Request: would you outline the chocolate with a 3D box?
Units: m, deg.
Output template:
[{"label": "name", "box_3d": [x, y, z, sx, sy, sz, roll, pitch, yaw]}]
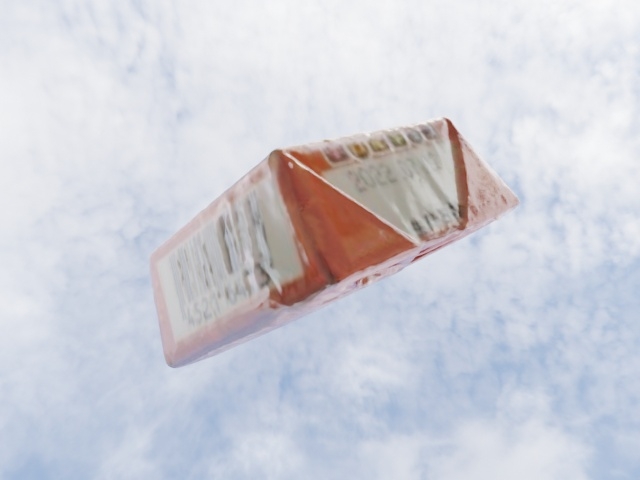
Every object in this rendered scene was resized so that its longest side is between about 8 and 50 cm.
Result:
[{"label": "chocolate", "box_3d": [0.000, 0.000, 0.522, 0.235, 0.237, 0.108, -19, -100, -42]}]
